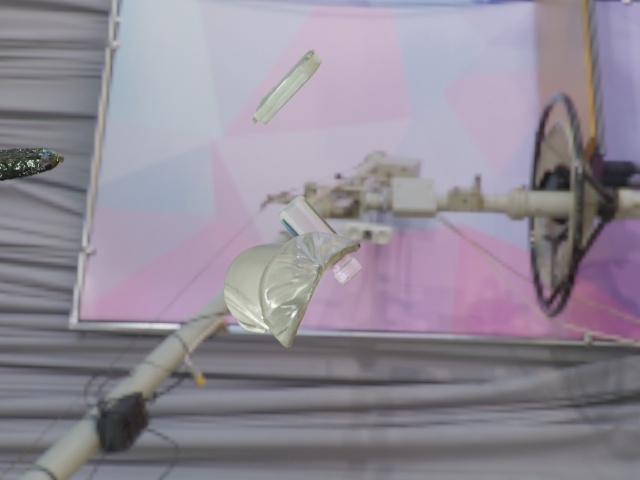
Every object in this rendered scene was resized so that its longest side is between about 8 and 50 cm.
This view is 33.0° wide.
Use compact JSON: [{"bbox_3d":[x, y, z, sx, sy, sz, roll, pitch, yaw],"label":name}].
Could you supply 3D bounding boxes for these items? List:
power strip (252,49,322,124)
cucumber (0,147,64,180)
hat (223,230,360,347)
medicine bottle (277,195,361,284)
[{"bbox_3d":[-0.059,-0.247,1.777,0.191,0.030,0.047,-41,19,41],"label":"power strip"},{"bbox_3d":[-0.629,-0.148,2.125,0.067,0.294,0.067,3,-94,-63],"label":"cucumber"},{"bbox_3d":[-0.068,0.044,1.796,0.219,0.226,0.164,-56,-29,-22],"label":"hat"},{"bbox_3d":[0.000,0.000,2.431,0.219,0.078,0.115,48,175,0],"label":"medicine bottle"}]
